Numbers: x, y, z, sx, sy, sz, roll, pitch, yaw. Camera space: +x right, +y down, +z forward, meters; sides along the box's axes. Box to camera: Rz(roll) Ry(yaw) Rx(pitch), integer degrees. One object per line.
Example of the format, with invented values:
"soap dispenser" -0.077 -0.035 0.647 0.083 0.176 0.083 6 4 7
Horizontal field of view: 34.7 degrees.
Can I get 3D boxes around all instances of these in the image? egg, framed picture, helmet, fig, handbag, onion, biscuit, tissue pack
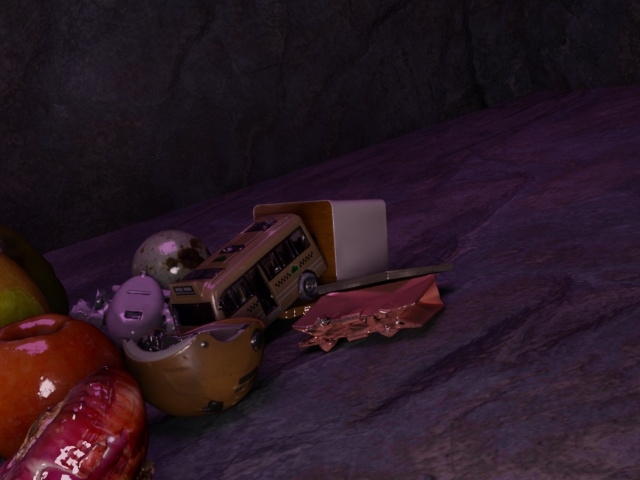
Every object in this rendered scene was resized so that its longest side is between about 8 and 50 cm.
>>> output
"egg" -0.312 0.065 2.134 0.169 0.169 0.231 -21 -1 -25
"framed picture" 0.108 0.066 1.756 0.150 0.015 0.203 -6 -6 -35
"helmet" -0.174 0.183 1.470 0.198 0.130 0.224 -3 2 29
"fig" -0.658 0.136 1.996 0.316 0.316 0.316 -15 11 3
"handbag" 0.078 0.116 1.625 0.212 0.059 0.157 -12 11 25
"onion" -0.273 0.265 1.189 0.230 0.163 0.230 -42 14 13
"biscuit" -0.019 0.112 1.865 0.140 0.023 0.118 -16 11 3
"tissue pack" 0.000 0.001 1.967 0.136 0.159 0.246 -6 2 -38

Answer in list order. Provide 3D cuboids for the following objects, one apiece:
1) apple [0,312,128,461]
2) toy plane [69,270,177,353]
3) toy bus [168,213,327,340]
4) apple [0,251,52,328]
"apple" -0.379 0.213 1.444 0.218 0.201 0.218 -8 14 2
"toy plane" -0.343 0.139 1.924 0.252 0.118 0.252 6 17 -2
"toy bus" -0.128 0.076 1.769 0.139 0.157 0.289 -5 27 44
"apple" -0.616 0.155 1.700 0.340 0.339 0.339 -15 11 3
